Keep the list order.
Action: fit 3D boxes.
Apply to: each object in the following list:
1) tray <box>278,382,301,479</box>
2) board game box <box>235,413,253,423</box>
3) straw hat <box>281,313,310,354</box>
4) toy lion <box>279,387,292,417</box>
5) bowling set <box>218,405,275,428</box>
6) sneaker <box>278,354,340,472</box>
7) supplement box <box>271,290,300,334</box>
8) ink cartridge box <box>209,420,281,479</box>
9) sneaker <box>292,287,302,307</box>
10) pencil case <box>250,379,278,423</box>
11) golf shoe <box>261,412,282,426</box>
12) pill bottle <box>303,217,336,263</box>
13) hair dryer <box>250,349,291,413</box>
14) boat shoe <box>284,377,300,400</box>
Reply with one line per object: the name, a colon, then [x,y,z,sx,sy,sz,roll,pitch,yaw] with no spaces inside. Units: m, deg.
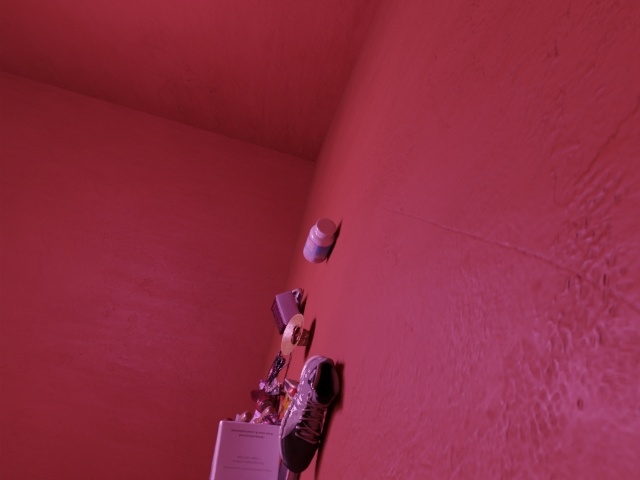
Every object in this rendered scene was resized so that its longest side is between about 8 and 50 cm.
tray: [-0.057,0.478,1.094,0.145,0.030,0.271,129,155,-73]
board game box: [-0.351,0.962,2.029,0.144,0.142,0.275,167,118,-83]
straw hat: [-0.065,0.309,1.432,0.144,0.061,0.145,-50,27,36]
toy lion: [-0.099,0.513,1.401,0.096,0.034,0.100,157,129,-73]
bowling set: [-0.288,0.696,1.585,0.154,0.199,0.287,-50,14,26]
sneaker: [-0.019,0.332,0.866,0.132,0.086,0.229,127,158,-68]
supplement box: [-0.146,0.307,1.876,0.239,0.073,0.130,120,131,-66]
ink cartridge box: [-0.211,0.696,1.134,0.285,0.166,0.395,113,164,-55]
sneaker: [-0.119,0.292,2.036,0.170,0.068,0.071,-64,-6,16]
pencil case: [-0.240,0.706,1.918,0.086,0.088,0.206,126,158,-79]
golf shoe: [-0.139,0.612,1.418,0.186,0.067,0.086,154,99,-76]
pill bottle: [0.000,0.000,1.477,0.160,0.087,0.087,114,170,-52]
hair dryer: [-0.199,0.588,1.809,0.293,0.080,0.224,-44,21,33]
boat shoe: [-0.085,0.448,1.350,0.137,0.049,0.043,158,125,-76]
